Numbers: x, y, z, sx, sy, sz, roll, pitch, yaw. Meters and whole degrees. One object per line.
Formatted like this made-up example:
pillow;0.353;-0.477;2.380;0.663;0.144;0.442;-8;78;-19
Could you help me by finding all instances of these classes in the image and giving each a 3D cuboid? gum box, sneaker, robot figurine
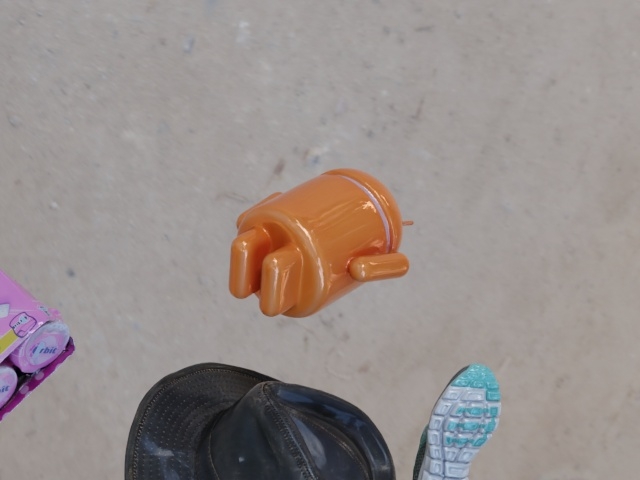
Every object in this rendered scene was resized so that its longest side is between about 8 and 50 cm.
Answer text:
gum box;-0.316;0.111;1.099;0.188;0.107;0.062;-44;145;-12
sneaker;0.117;0.181;1.161;0.065;0.076;0.166;14;110;-12
robot figurine;0.001;0.001;1.301;0.219;0.158;0.128;-30;99;-43

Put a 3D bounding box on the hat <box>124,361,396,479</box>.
hat;-0.024;0.227;1.252;0.331;0.331;0.134;15;134;-24
